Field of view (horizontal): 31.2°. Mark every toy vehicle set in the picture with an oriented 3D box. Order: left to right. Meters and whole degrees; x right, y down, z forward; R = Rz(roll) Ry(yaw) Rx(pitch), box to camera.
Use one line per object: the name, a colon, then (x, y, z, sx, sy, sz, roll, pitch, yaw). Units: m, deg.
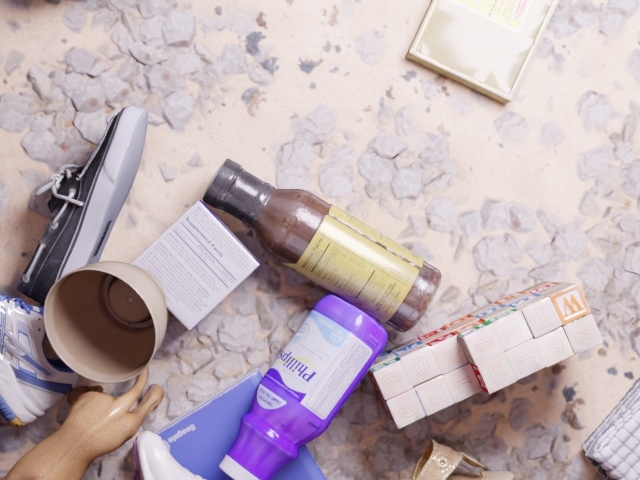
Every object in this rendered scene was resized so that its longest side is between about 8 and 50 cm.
toy vehicle set: (0.254, -0.352, 1.660, 0.166, 0.035, 0.266, 26, 88, -4)

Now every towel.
towel: (0.540, 0.283, 1.643, 0.235, 0.121, 0.283, 44, 85, -5)

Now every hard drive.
hard drive: (-0.094, 0.372, 1.629, 0.210, 0.040, 0.318, -32, 92, -4)

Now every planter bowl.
planter bowl: (-0.271, 0.095, 1.531, 0.162, 0.109, 0.162, 6, 110, 16)

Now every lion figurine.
lion figurine: (-0.344, 0.300, 1.511, 0.142, 0.240, 0.392, 33, 87, -4)

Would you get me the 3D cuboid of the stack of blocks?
stack of blocks: (0.218, 0.155, 1.589, 0.297, 0.171, 0.087, -24, 91, -4)

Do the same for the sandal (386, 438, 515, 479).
sandal: (0.153, 0.323, 1.625, 0.240, 0.088, 0.079, -9, 97, 1)

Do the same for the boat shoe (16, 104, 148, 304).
boat shoe: (-0.332, -0.053, 1.580, 0.105, 0.113, 0.306, 24, 104, 2)

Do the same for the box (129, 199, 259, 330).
box: (-0.176, 0.034, 1.608, 0.137, 0.072, 0.126, -43, 92, -3)

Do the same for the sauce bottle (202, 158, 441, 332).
sauce bottle: (0.000, 0.000, 1.605, 0.344, 0.111, 0.111, 32, 88, -2)

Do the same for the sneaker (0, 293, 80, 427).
sneaker: (-0.441, 0.107, 1.561, 0.131, 0.112, 0.296, -34, 115, -13)

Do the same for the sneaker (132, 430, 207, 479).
sneaker: (-0.146, 0.374, 1.559, 0.152, 0.114, 0.305, -32, 102, -10)

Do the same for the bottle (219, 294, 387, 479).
bottle: (-0.029, 0.211, 1.563, 0.092, 0.118, 0.283, 43, 80, -36)
